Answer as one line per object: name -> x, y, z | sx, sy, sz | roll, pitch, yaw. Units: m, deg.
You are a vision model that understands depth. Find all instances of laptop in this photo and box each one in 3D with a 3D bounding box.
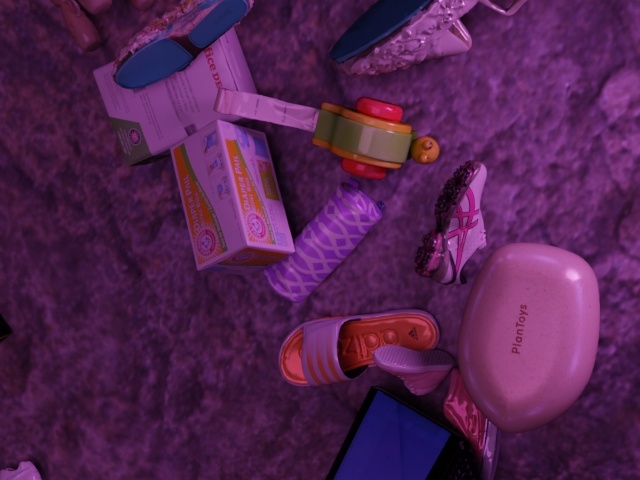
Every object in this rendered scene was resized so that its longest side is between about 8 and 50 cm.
laptop -> 0.124, 0.389, 1.409 | 0.137, 0.264, 0.234 | 10, 124, -18

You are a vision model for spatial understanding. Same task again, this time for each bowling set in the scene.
bowling set -> -0.312, -0.437, 1.476 | 0.154, 0.200, 0.287 | 58, 152, 8

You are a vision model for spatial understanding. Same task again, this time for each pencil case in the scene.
pencil case -> 0.000, 0.000, 1.457 | 0.206, 0.086, 0.088 | -47, 48, 16

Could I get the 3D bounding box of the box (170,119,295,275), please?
box -> -0.131, -0.060, 1.435 | 0.103, 0.114, 0.203 | -26, 71, 32

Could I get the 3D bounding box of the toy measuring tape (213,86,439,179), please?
toy measuring tape -> 0.011, -0.159, 1.367 | 0.330, 0.121, 0.121 | 13, 102, -6

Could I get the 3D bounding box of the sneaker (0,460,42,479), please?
sneaker -> -0.561, 0.441, 1.726 | 0.152, 0.054, 0.061 | -28, 79, 14

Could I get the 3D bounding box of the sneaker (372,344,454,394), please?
sneaker -> 0.129, 0.196, 1.428 | 0.070, 0.134, 0.051 | -65, 33, 29

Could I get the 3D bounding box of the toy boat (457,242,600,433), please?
toy boat -> 0.350, 0.154, 1.337 | 0.318, 0.148, 0.267 | 16, 90, 21

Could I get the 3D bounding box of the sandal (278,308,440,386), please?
sandal -> 0.047, 0.160, 1.465 | 0.265, 0.076, 0.102 | -17, 92, 20

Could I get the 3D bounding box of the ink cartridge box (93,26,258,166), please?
ink cartridge box -> -0.216, -0.227, 1.488 | 0.219, 0.092, 0.160 | -19, 90, 19

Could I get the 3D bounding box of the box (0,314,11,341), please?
box -> -0.699, 0.071, 1.606 | 0.079, 0.257, 0.322 | -37, 84, 18

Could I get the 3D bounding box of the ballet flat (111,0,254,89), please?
ballet flat -> -0.201, -0.304, 1.395 | 0.241, 0.091, 0.077 | -30, 52, 14

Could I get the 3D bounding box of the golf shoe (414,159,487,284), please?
golf shoe -> 0.205, -0.025, 1.401 | 0.086, 0.067, 0.186 | 18, 102, -14

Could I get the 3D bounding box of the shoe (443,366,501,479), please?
shoe -> 0.224, 0.277, 1.433 | 0.081, 0.063, 0.178 | 6, 94, 19

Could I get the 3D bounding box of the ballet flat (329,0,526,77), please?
ballet flat -> 0.199, -0.335, 1.323 | 0.409, 0.147, 0.147 | -39, 85, 20
